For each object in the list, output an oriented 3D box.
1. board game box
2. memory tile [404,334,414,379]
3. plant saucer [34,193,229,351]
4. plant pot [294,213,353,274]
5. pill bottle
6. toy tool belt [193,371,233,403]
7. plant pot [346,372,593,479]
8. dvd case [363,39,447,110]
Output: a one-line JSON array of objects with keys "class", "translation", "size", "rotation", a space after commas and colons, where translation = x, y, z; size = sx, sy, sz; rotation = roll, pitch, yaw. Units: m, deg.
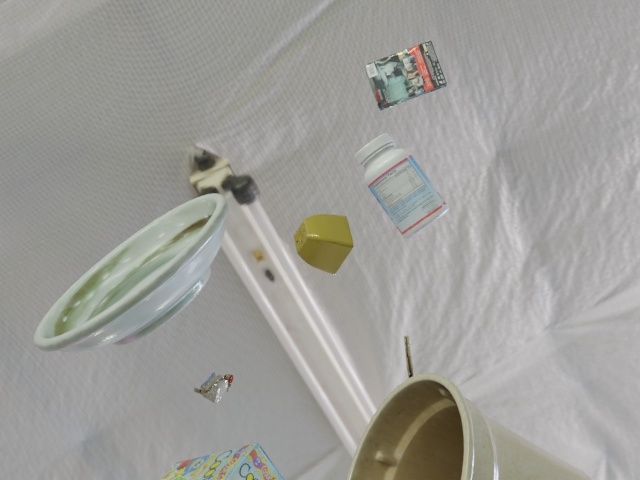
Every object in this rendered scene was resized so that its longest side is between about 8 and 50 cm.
[{"class": "board game box", "translation": [-0.211, 0.523, 1.645], "size": [0.275, 0.142, 0.144], "rotation": [-25, -77, 40]}, {"class": "memory tile", "translation": [0.179, 0.259, 1.632], "size": [0.012, 0.148, 0.113], "rotation": [-8, -76, 6]}, {"class": "plant saucer", "translation": [-0.303, 0.076, 1.425], "size": [0.401, 0.400, 0.100], "rotation": [-35, -72, 2]}, {"class": "plant pot", "translation": [0.000, 0.000, 1.488], "size": [0.083, 0.081, 0.081], "rotation": [14, -50, -23]}, {"class": "pill bottle", "translation": [0.126, -0.088, 1.314], "size": [0.087, 0.087, 0.160], "rotation": [-35, -94, 2]}, {"class": "toy tool belt", "translation": [-0.211, 0.282, 1.628], "size": [0.051, 0.083, 0.052], "rotation": [16, -64, 15]}, {"class": "plant pot", "translation": [0.242, 0.409, 1.241], "size": [0.306, 0.334, 0.333], "rotation": [24, -72, -18]}, {"class": "dvd case", "translation": [0.140, -0.273, 1.364], "size": [0.120, 0.087, 0.013], "rotation": [-19, -18, 7]}]
